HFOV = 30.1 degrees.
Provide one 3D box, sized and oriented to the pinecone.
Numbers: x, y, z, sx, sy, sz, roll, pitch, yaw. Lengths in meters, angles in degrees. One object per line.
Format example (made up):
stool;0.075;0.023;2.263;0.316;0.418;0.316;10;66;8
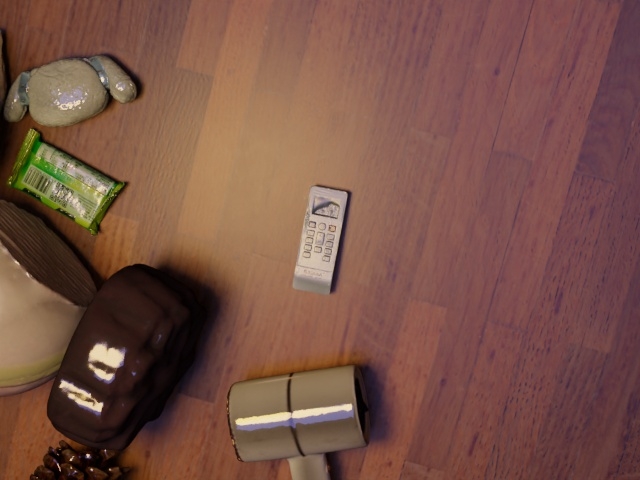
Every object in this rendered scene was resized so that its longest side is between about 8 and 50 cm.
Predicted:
pinecone;-0.386;0.416;1.856;0.184;0.179;0.204;-26;47;30

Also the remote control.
remote control;0.000;0.000;1.819;0.061;0.029;0.162;12;93;5

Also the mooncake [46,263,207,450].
mooncake;-0.280;0.179;1.759;0.141;0.283;0.283;26;100;9

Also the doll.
doll;-0.389;-0.229;1.830;0.214;0.071;0.103;-12;96;6

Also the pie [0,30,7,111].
pie;-0.653;-0.247;1.867;0.338;0.075;0.337;1;97;9

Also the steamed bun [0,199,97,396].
steamed bun;-0.507;0.112;1.775;0.309;0.309;0.309;1;97;9

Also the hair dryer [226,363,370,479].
hair dryer;-0.008;0.375;1.829;0.203;0.128;0.361;-10;103;9

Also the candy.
candy;-0.402;-0.090;1.869;0.178;0.032;0.102;29;97;6
